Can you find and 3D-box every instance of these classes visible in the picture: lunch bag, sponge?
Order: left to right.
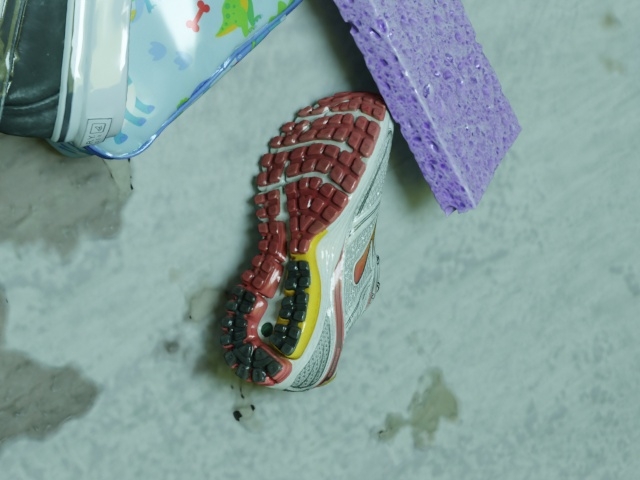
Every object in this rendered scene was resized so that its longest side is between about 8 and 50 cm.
[{"bbox_3d":[-0.127,-0.172,1.240,0.219,0.090,0.176,-43,110,-18],"label":"lunch bag"},{"bbox_3d":[0.075,-0.135,1.354,0.210,0.031,0.117,62,36,-20],"label":"sponge"}]

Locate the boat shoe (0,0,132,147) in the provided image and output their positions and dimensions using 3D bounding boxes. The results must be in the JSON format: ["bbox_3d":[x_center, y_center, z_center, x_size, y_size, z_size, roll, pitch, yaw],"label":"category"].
[{"bbox_3d":[-0.172,-0.224,1.112,0.119,0.121,0.335,1,81,-19],"label":"boat shoe"}]

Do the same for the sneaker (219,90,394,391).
[{"bbox_3d":[0.000,0.000,1.345,0.092,0.088,0.225,28,79,-53],"label":"sneaker"}]
